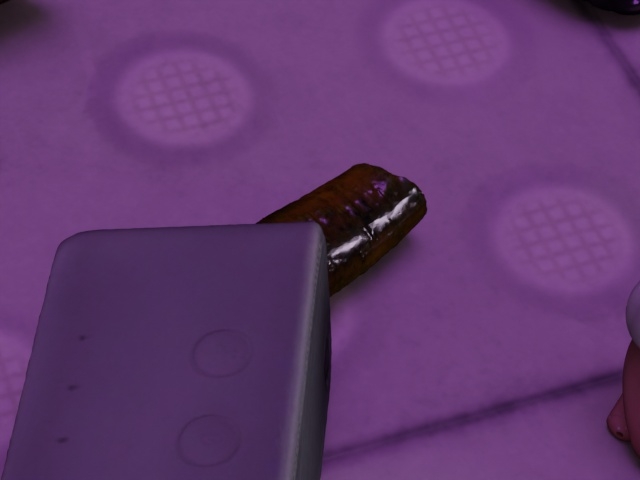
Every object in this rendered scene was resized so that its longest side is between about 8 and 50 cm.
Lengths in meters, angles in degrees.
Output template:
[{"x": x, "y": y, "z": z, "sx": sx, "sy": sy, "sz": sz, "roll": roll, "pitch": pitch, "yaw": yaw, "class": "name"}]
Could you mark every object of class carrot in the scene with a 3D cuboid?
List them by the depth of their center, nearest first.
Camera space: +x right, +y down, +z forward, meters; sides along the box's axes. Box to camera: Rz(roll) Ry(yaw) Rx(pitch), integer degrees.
[{"x": 0.000, "y": 0.000, "z": 1.420, "sx": 0.082, "sy": 0.082, "sz": 0.173, "roll": 36, "pitch": 58, "yaw": 24, "class": "carrot"}]

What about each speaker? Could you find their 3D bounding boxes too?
[{"x": -0.100, "y": 0.176, "z": 1.199, "sx": 0.184, "sy": 0.183, "sz": 0.406, "roll": 3, "pitch": 49, "yaw": 5, "class": "speaker"}]

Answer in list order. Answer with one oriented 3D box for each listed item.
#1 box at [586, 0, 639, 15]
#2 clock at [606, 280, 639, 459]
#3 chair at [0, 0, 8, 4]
[{"x": 0.237, "y": -0.381, "z": 1.763, "sx": 0.359, "sy": 0.091, "sz": 0.350, "roll": 31, "pitch": 54, "yaw": 23, "class": "box"}, {"x": 0.281, "y": 0.105, "z": 1.301, "sx": 0.166, "sy": 0.162, "sz": 0.093, "roll": 28, "pitch": 55, "yaw": 19, "class": "clock"}, {"x": -0.421, "y": -0.223, "z": 1.488, "sx": 0.401, "sy": 0.226, "sz": 0.226, "roll": -33, "pitch": 59, "yaw": -29, "class": "chair"}]
